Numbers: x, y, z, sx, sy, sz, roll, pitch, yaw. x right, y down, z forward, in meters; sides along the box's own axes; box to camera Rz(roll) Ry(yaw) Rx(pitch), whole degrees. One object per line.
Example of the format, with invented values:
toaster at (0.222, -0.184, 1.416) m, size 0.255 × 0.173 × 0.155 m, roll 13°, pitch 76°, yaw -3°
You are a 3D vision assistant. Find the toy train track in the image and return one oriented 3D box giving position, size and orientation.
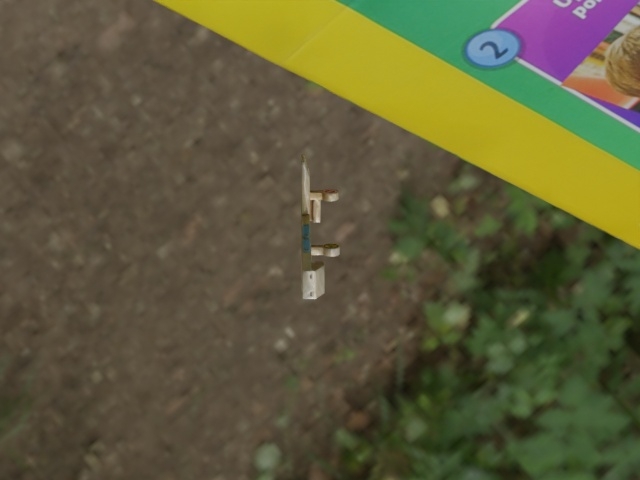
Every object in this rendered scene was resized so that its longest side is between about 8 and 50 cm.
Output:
toy train track at (0.000, 0.000, 0.509) m, size 0.083 × 0.014 × 0.048 m, roll -91°, pitch -179°, yaw -70°

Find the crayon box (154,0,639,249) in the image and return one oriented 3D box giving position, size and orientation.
crayon box at (0.138, -0.166, 0.462) m, size 0.313 × 0.106 × 0.363 m, roll 25°, pitch 135°, yaw -32°
